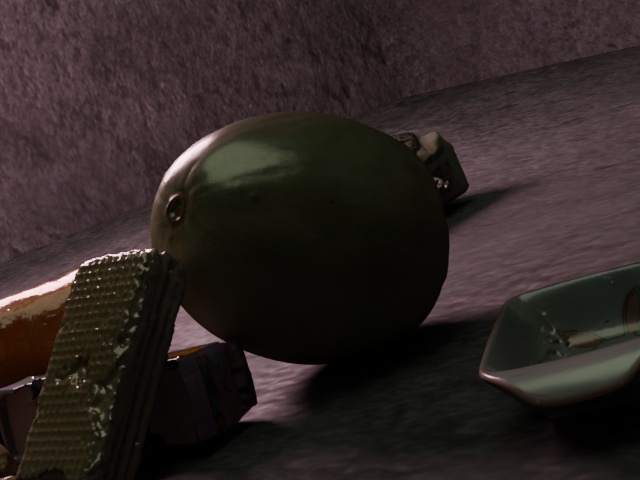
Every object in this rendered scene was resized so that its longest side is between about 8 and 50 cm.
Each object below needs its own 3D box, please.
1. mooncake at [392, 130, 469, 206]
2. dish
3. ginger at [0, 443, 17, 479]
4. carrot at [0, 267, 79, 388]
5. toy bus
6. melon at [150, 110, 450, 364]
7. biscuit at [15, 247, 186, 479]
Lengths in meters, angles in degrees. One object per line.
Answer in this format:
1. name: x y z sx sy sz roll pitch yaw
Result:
1. mooncake: 0.056 -0.069 1.927 0.250 0.136 0.254 -17 9 35
2. dish: 0.206 0.084 0.990 0.154 0.064 0.234 -16 9 19
3. ginger: -0.330 0.217 1.194 0.149 0.065 0.258 9 4 -29
4. carrot: -0.302 0.107 1.431 0.225 0.159 0.159 -9 5 -26
5. toy bus: -0.192 0.158 1.274 0.274 0.090 0.112 -12 6 39
6. melon: -0.014 -0.002 1.303 0.308 0.272 0.272 14 5 -10
7. biscuit: -0.190 0.121 1.157 0.108 0.239 0.062 -9 -31 39
